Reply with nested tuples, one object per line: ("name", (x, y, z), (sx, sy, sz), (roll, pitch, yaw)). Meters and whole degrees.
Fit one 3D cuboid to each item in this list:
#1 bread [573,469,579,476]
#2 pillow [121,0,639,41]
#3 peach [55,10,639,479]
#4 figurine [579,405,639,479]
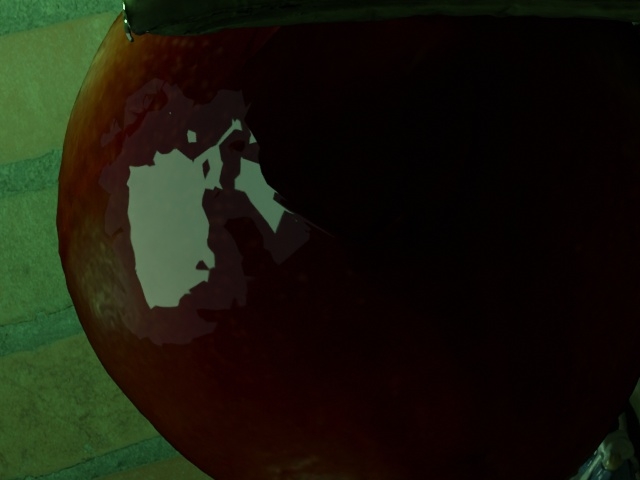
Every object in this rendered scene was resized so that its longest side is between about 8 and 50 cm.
("bread", (0.114, 0.108, 1.003), (0.311, 0.173, 0.121), (-128, 48, -55))
("pillow", (0.059, -0.149, 0.488), (0.075, 0.302, 0.185), (100, 160, -45))
("peach", (0.033, -0.022, 0.676), (0.388, 0.388, 0.388), (165, 90, -81))
("figurine", (0.207, 0.187, 0.848), (0.077, 0.079, 0.136), (-7, -107, -57))
